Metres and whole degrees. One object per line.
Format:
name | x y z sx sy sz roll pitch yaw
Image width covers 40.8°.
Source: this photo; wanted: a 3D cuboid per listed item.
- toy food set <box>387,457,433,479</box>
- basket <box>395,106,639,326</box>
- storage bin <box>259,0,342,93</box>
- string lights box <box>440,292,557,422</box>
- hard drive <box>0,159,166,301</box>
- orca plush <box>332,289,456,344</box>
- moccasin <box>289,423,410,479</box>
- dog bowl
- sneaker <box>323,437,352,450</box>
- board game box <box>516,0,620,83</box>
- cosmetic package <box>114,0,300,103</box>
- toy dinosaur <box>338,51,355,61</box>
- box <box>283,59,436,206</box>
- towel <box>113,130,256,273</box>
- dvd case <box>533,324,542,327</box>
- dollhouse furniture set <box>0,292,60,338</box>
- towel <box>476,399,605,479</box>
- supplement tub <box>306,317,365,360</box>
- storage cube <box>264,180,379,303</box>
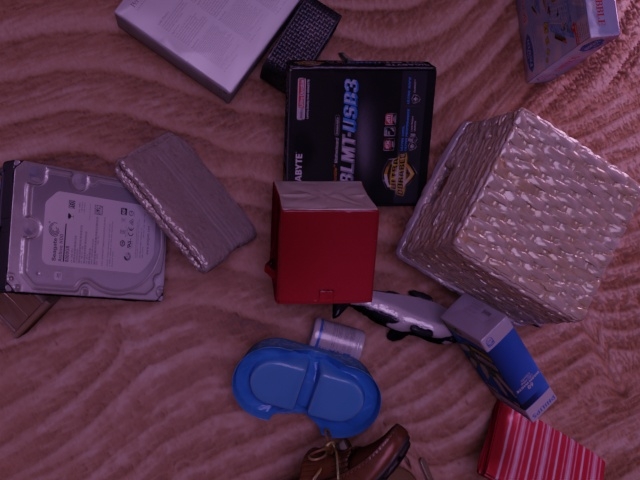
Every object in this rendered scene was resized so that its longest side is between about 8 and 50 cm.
toy food set | 0.152 0.523 1.738 0.192 0.038 0.132 -10 74 -35
basket | 0.387 -0.035 1.681 0.331 0.266 0.328 31 80 -14
storage bin | -0.042 -0.399 1.773 0.084 0.122 0.180 31 82 -4
string lights box | 0.357 0.233 1.711 0.077 0.133 0.259 -42 121 -10
hard drive | -0.438 -0.009 1.612 0.339 0.064 0.236 10 79 -47
orca plush | 0.154 0.175 1.759 0.287 0.151 0.102 8 120 -22
moccasin | 0.007 0.451 1.648 0.380 0.139 0.147 -38 80 27
dog bowl | -0.027 0.286 1.712 0.297 0.074 0.165 16 111 -7
sneaker | 0.050 0.501 1.740 0.086 0.064 0.192 -22 92 5
board game box | 0.489 -0.518 1.760 0.066 0.318 0.318 -6 86 -9
cosmetic package | -0.196 -0.519 1.777 0.284 0.097 0.377 36 81 -5
toy dinosaur | 0.115 -0.280 1.818 0.118 0.064 0.268 -8 83 -2
box | 0.074 -0.214 1.736 0.294 0.073 0.295 -1 114 -10
towel | -0.265 -0.078 1.697 0.282 0.049 0.187 51 39 -2
dvd case | 0.402 0.053 1.841 0.239 0.029 0.179 28 81 -5
dollhouse furniture set | -0.630 0.117 1.516 0.174 0.355 0.303 46 110 -1
towel | 0.457 0.465 1.766 0.275 0.031 0.198 31 47 -4
supplement tub | 0.031 0.203 1.755 0.107 0.071 0.070 17 83 -5
storage cube | 0.000 0.000 1.679 0.215 0.183 0.193 1 111 -8
